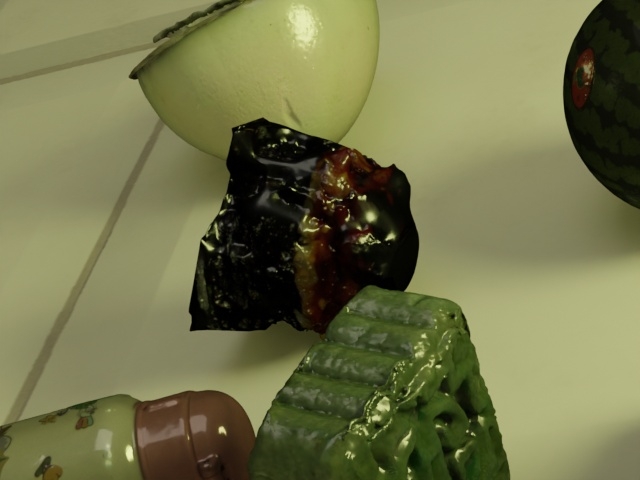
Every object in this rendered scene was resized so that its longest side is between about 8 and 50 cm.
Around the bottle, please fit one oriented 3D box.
[{"bbox_3d":[-0.170,0.179,1.188,0.253,0.120,0.120,-16,29,8],"label":"bottle"}]

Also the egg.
[{"bbox_3d":[-0.047,-0.159,1.642,0.264,0.174,0.286,-23,2,2],"label":"egg"}]

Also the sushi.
[{"bbox_3d":[0.000,0.000,1.325,0.150,0.172,0.153,16,17,18],"label":"sushi"}]

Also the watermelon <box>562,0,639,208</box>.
[{"bbox_3d":[0.299,-0.123,1.300,0.212,0.212,0.212,-16,29,9],"label":"watermelon"}]

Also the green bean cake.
[{"bbox_3d":[0.042,0.145,1.032,0.094,0.185,0.183,5,37,35],"label":"green bean cake"}]
